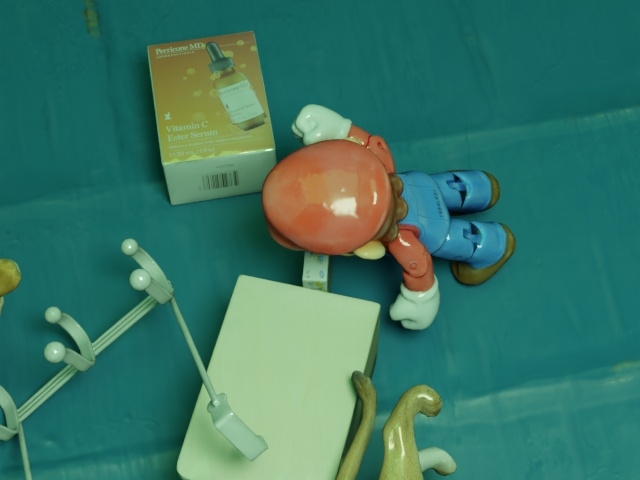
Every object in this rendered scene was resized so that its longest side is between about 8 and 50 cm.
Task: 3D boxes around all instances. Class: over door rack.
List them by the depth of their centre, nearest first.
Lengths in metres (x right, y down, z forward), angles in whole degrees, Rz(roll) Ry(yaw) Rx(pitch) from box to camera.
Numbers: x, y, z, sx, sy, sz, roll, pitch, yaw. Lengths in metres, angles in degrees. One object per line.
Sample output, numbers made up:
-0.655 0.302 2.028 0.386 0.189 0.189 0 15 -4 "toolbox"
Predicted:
-0.217 0.155 1.329 0.239 0.108 0.324 -41 40 3 "over door rack"

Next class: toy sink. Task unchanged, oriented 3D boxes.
-0.038 0.176 1.397 0.153 0.131 0.234 11 57 7 "toy sink"

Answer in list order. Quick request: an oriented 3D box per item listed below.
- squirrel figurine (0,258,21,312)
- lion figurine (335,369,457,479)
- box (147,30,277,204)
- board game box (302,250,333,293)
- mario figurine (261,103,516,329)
-0.474 -0.017 1.358 0.281 0.397 0.370 -32 52 -24 "squirrel figurine"
0.112 0.325 1.270 0.392 0.142 0.240 42 63 3 "lion figurine"
-0.125 -0.142 1.599 0.130 0.091 0.170 -9 61 -4 "box"
0.000 0.000 1.510 0.026 0.103 0.154 3 60 3 "board game box"
0.052 -0.025 1.442 0.198 0.321 0.170 43 113 38 "mario figurine"
